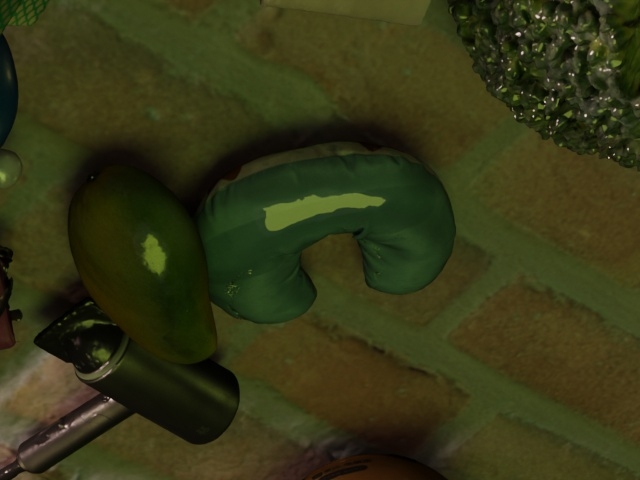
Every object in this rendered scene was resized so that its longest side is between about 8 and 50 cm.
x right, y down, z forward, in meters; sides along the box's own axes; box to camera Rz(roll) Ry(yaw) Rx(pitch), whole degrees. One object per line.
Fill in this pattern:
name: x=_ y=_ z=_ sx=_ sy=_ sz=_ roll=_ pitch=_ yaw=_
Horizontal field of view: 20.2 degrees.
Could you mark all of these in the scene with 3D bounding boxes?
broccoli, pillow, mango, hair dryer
broccoli: x=0.230 y=-0.183 z=1.367 sx=0.245 sy=0.288 sz=0.248 roll=-38 pitch=105 yaw=-5
pillow: x=0.000 y=0.000 z=1.544 sx=0.233 sy=0.086 sz=0.214 roll=-15 pitch=141 yaw=-2
mango: x=-0.151 y=0.022 z=1.486 sx=0.122 sy=0.085 sz=0.191 roll=15 pitch=133 yaw=25
hair dryer: x=-0.227 y=0.155 z=1.633 sx=0.248 sy=0.078 sz=0.195 roll=-35 pitch=132 yaw=23

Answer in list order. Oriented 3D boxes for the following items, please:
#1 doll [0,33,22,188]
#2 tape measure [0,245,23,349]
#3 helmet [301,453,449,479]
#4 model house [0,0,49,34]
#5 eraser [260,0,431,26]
doll: x=-0.312 y=-0.084 z=1.323 sx=0.215 sy=0.161 sz=0.257 roll=-7 pitch=153 yaw=-31
tape measure: x=-0.311 y=0.043 z=1.483 sx=0.125 sy=0.074 sz=0.118 roll=-13 pitch=135 yaw=-9
helmet: x=0.042 y=0.290 z=1.807 sx=0.224 sy=0.130 sz=0.198 roll=-25 pitch=141 yaw=-8
model house: x=-0.251 y=-0.219 z=1.153 sx=0.271 sy=0.206 sz=0.178 roll=22 pitch=123 yaw=-34
eraser: x=0.063 y=-0.310 z=1.264 sx=0.144 sy=0.078 sz=0.343 roll=5 pitch=132 yaw=-23
